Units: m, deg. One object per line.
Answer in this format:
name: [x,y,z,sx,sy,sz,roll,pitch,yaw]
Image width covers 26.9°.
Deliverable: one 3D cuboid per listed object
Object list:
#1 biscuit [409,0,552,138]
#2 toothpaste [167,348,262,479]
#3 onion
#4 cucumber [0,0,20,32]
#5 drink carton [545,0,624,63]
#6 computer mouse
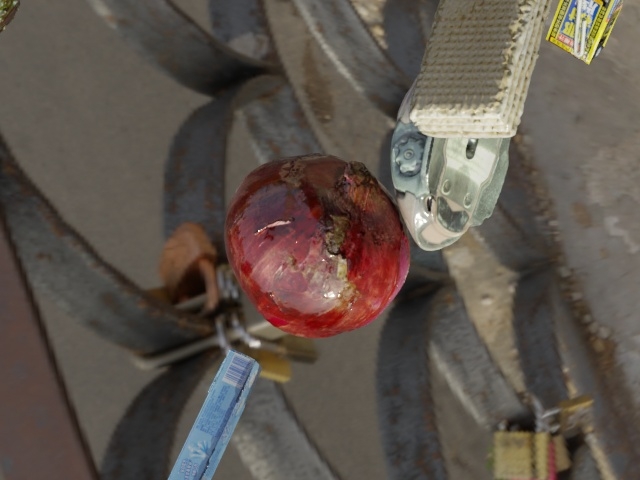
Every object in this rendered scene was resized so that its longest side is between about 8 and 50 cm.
biscuit: [0.232,-0.325,1.703,0.144,0.078,0.426,2,65,33]
toothpaste: [-0.174,0.306,2.101,0.053,0.066,0.272,22,79,12]
onion: [0.000,0.000,1.899,0.276,0.276,0.276,1,92,23]
cucumber: [-0.469,-0.202,1.522,0.096,0.096,0.359,42,68,16]
drink carton: [0.349,-0.310,1.717,0.071,0.056,0.166,35,144,17]
computer mouse: [0.185,-0.174,1.905,0.115,0.199,0.389,10,77,36]
